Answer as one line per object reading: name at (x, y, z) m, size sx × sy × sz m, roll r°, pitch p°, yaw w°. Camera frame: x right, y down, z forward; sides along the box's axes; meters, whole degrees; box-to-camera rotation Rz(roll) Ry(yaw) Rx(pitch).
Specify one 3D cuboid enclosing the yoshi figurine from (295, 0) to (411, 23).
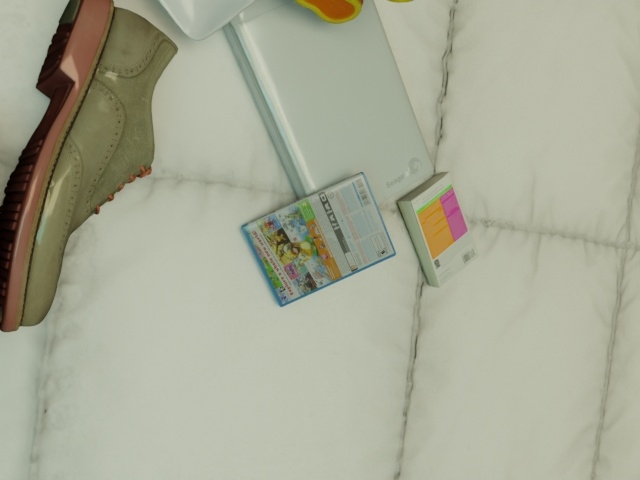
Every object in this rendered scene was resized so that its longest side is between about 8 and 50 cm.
yoshi figurine at (0.039, -0.452, 0.702) m, size 0.204 × 0.203 × 0.362 m, roll 8°, pitch 73°, yaw -13°

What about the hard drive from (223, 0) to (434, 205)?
hard drive at (0.018, -0.187, 0.812) m, size 0.203 × 0.040 × 0.307 m, roll -32°, pitch 109°, yaw -24°

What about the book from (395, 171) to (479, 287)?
book at (0.178, -0.016, 0.929) m, size 0.096 × 0.035 × 0.144 m, roll -33°, pitch 111°, yaw -27°

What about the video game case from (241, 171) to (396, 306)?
video game case at (0.000, 0.000, 0.797) m, size 0.166 × 0.015 × 0.119 m, roll -24°, pitch 109°, yaw -2°

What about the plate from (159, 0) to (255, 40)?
plate at (-0.102, -0.380, 0.599) m, size 0.278 × 0.045 × 0.277 m, roll -28°, pitch 118°, yaw 21°

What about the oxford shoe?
oxford shoe at (-0.231, -0.071, 0.632) m, size 0.130 × 0.123 × 0.348 m, roll 19°, pitch 87°, yaw -36°
